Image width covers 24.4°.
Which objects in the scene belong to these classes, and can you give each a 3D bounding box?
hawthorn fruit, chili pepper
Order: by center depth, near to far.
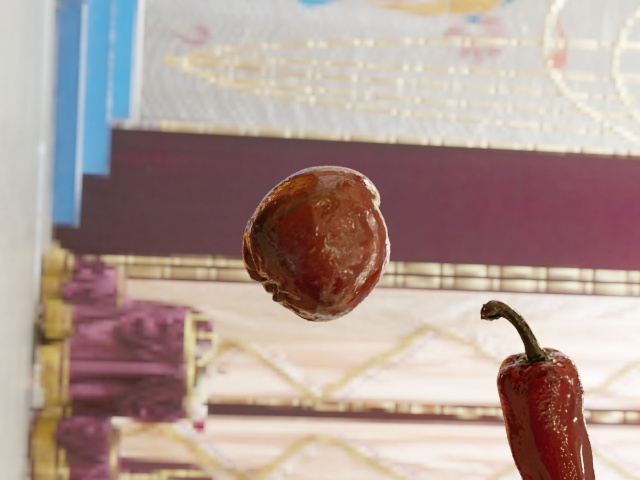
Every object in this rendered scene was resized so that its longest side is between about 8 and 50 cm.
[{"bbox_3d":[0.000,0.000,1.663,0.173,0.173,0.173,-178,-90,-82],"label":"hawthorn fruit"},{"bbox_3d":[0.286,0.249,1.826,0.110,0.110,0.387,-122,-164,-77],"label":"chili pepper"}]
